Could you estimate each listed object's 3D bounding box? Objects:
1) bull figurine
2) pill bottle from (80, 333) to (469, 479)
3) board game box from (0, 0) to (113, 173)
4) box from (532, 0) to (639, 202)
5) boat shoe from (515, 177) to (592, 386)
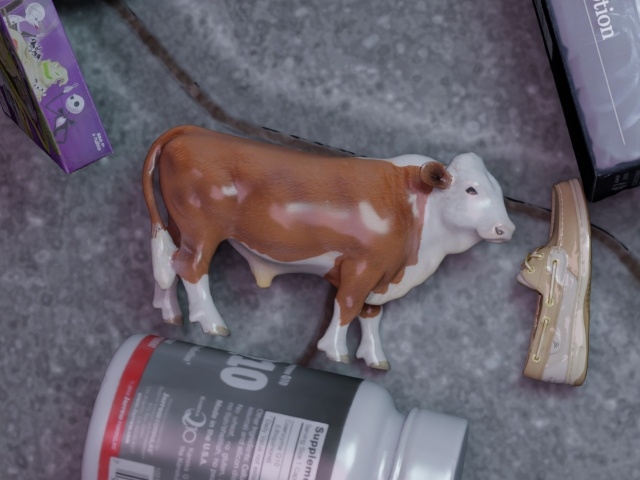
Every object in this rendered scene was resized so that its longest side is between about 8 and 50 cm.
[{"bbox_3d":[0.000,0.000,1.402,0.310,0.101,0.188,12,88,9],"label":"bull figurine"},{"bbox_3d":[-0.032,0.178,1.360,0.283,0.161,0.161,11,86,9],"label":"pill bottle"},{"bbox_3d":[-0.270,-0.235,1.337,0.056,0.208,0.347,-25,116,-11],"label":"board game box"},{"bbox_3d":[0.317,-0.240,1.339,0.312,0.179,0.343,-16,83,5],"label":"box"},{"bbox_3d":[0.188,0.033,1.390,0.059,0.063,0.170,1,85,3],"label":"boat shoe"}]
